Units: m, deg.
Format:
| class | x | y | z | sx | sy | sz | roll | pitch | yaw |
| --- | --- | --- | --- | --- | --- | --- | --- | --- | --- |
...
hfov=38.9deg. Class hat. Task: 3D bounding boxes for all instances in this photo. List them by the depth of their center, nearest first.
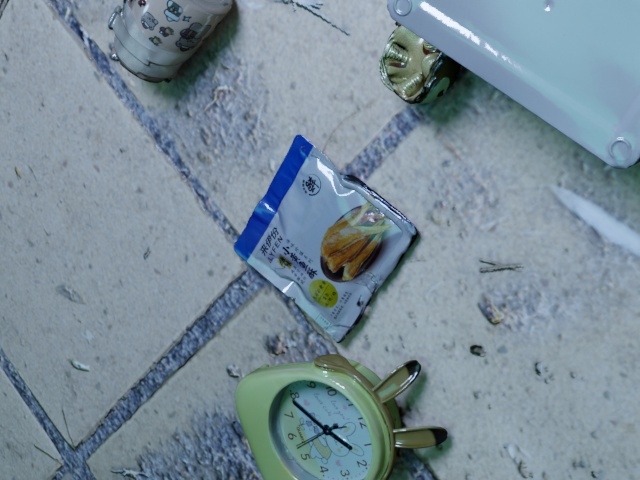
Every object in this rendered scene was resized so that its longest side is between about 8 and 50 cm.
| class | x | y | z | sx | sy | sz | roll | pitch | yaw |
| --- | --- | --- | --- | --- | --- | --- | --- | --- | --- |
| hat | 0.100 | -0.169 | 0.853 | 0.076 | 0.059 | 0.077 | 44 | 119 | 33 |

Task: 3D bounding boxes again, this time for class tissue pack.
| class | x | y | z | sx | sy | sz | roll | pitch | yaw |
| --- | --- | --- | --- | --- | --- | --- | --- | --- | --- |
| tissue pack | 0.204 | -0.192 | 0.732 | 0.246 | 0.136 | 0.159 | 39 | 121 | 18 |

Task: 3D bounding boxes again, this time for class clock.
| class | x | y | z | sx | sy | sz | roll | pitch | yaw |
| --- | --- | --- | --- | --- | --- | --- | --- | --- | --- |
| clock | 0.022 | 0.204 | 1.005 | 0.232 | 0.069 | 0.170 | -19 | 93 | 34 |

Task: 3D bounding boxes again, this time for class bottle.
| class | x | y | z | sx | sy | sz | roll | pitch | yaw |
| --- | --- | --- | --- | --- | --- | --- | --- | --- | --- |
| bottle | -0.173 | -0.234 | 0.989 | 0.152 | 0.099 | 0.099 | -40 | 81 | 38 |

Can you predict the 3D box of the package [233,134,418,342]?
| class | x | y | z | sx | sy | sz | roll | pitch | yaw |
| --- | --- | --- | --- | --- | --- | --- | --- | --- | --- |
| package | 0.000 | 0.000 | 0.984 | 0.173 | 0.027 | 0.171 | 39 | 121 | 14 |
